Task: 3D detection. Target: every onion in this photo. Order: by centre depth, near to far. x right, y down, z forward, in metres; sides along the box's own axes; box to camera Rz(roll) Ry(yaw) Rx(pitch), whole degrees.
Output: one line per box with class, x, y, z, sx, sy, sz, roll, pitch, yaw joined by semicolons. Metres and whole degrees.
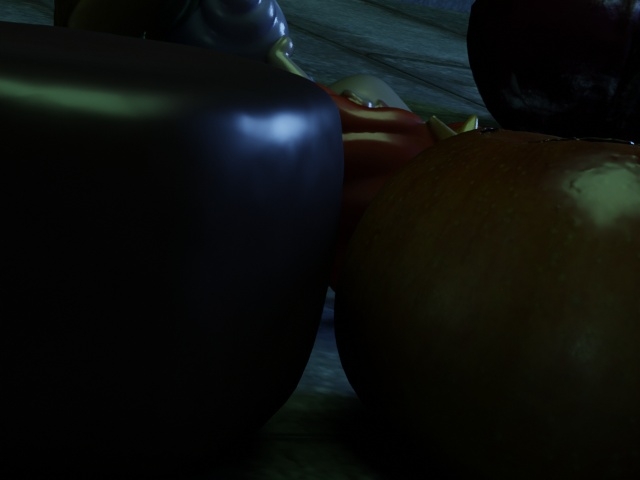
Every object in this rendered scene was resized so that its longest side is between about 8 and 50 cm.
onion;0.292;-0.224;1.791;0.260;0.282;0.337;5;28;-16

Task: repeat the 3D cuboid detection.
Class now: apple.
apple;0.114;0.030;0.761;0.210;0.173;0.235;-1;17;-45

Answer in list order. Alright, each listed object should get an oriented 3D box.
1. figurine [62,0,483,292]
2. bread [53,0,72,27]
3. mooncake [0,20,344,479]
figurine;-0.031;-0.060;0.950;0.257;0.181;0.208;44;25;16
bread;-0.213;-0.265;1.764;0.149;0.143;0.158;-3;19;-29
mooncake;-0.145;-0.008;0.688;0.333;0.174;0.326;1;14;-29
